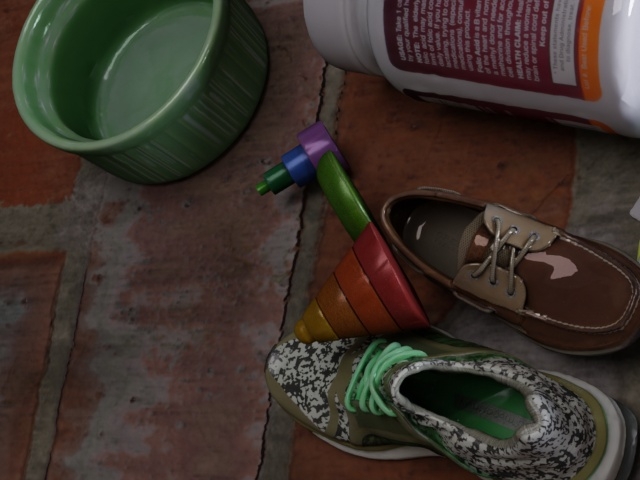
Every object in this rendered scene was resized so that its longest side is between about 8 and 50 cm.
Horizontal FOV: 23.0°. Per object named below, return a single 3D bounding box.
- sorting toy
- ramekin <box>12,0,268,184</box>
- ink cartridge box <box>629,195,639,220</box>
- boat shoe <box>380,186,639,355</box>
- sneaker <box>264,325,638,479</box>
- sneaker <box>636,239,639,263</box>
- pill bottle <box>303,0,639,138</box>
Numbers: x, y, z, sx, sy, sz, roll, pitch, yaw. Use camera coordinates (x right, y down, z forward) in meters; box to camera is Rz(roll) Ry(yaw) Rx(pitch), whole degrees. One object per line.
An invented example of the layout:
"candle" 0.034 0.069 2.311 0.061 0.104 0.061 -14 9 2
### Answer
"sorting toy" 0.000 0.000 1.656 0.126 0.127 0.365 -32 34 4
"ramekin" -0.211 -0.216 1.915 0.303 0.148 0.303 -13 62 26
"ink cartridge box" 0.432 -0.070 1.525 0.181 0.056 0.225 43 111 38
"boat shoe" 0.182 0.025 1.551 0.324 0.116 0.123 19 86 45
"sneaker" 0.097 0.139 1.532 0.410 0.182 0.158 10 73 35
"sneaker" 0.340 -0.041 1.481 0.091 0.126 0.240 27 100 40
"pill bottle" 0.191 -0.244 1.635 0.392 0.224 0.224 14 76 35
